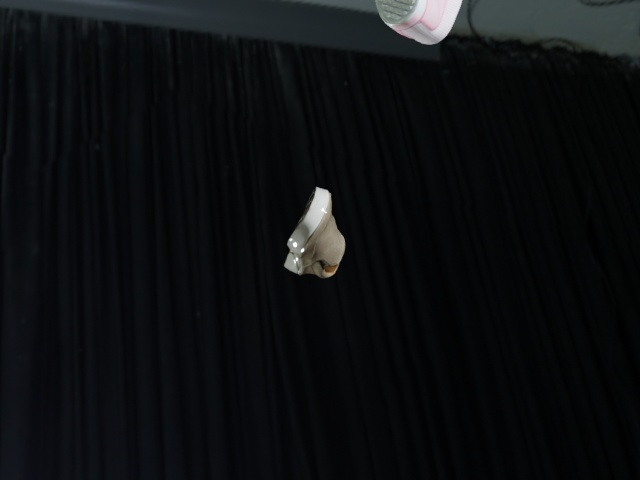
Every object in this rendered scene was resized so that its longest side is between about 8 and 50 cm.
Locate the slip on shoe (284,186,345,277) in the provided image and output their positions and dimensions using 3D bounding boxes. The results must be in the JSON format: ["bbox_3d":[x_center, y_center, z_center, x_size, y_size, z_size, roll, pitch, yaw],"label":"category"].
[{"bbox_3d":[0.000,0.000,0.701,0.041,0.051,0.135,25,159,2],"label":"slip on shoe"}]

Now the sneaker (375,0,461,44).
[{"bbox_3d":[0.070,-0.210,0.706,0.051,0.134,0.070,-20,157,34],"label":"sneaker"}]
